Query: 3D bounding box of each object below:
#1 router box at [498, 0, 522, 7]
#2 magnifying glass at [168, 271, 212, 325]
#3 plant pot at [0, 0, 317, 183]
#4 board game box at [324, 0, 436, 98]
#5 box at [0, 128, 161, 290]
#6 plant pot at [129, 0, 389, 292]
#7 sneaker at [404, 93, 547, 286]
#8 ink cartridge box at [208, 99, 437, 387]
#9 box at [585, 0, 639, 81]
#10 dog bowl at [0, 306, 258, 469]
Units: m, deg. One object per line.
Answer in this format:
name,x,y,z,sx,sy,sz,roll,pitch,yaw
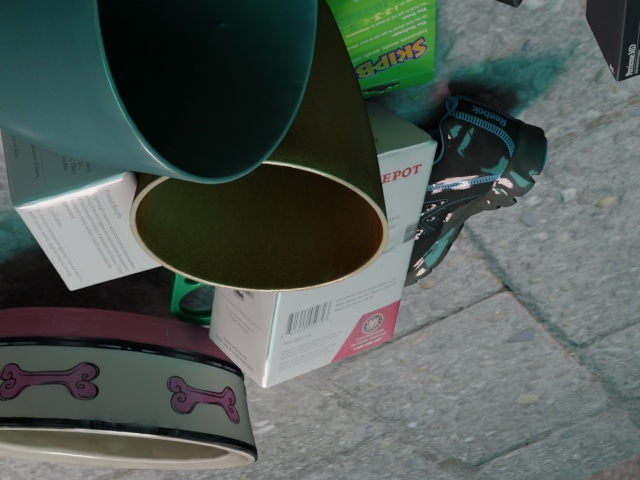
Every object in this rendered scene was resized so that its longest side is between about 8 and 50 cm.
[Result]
router box,0.044,-0.330,1.075,0.081,0.243,0.309,-57,151,-13
magnifying glass,-0.149,0.035,1.594,0.092,0.026,0.231,-19,148,6
plant pot,-0.177,-0.195,1.136,0.235,0.293,0.293,3,162,32
board game box,0.057,-0.235,1.440,0.124,0.039,0.259,-14,148,-5
box,-0.235,-0.078,1.399,0.119,0.182,0.181,-15,150,0
plant pot,-0.049,-0.116,1.336,0.237,0.254,0.237,3,151,1
sneaker,0.128,-0.062,1.720,0.139,0.125,0.341,28,135,-17
ink cartridge box,0.000,0.000,1.581,0.207,0.117,0.283,-17,131,-37
box,0.379,-0.298,1.438,0.184,0.103,0.261,-19,151,-3
dog bowl,-0.276,0.189,1.736,0.408,0.150,0.408,3,164,1
